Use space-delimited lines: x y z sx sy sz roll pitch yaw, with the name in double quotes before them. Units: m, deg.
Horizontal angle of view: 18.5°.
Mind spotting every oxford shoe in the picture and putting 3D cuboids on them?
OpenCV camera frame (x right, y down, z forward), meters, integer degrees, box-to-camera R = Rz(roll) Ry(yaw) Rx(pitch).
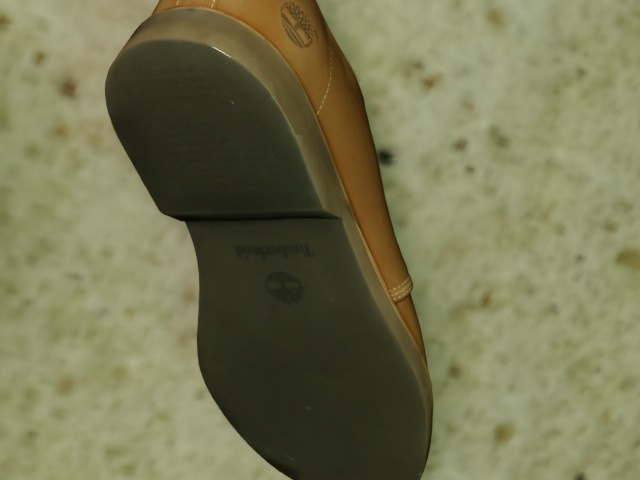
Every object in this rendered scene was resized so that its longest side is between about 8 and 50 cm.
"oxford shoe" 0.000 0.000 0.603 0.212 0.076 0.076 76 27 -42
